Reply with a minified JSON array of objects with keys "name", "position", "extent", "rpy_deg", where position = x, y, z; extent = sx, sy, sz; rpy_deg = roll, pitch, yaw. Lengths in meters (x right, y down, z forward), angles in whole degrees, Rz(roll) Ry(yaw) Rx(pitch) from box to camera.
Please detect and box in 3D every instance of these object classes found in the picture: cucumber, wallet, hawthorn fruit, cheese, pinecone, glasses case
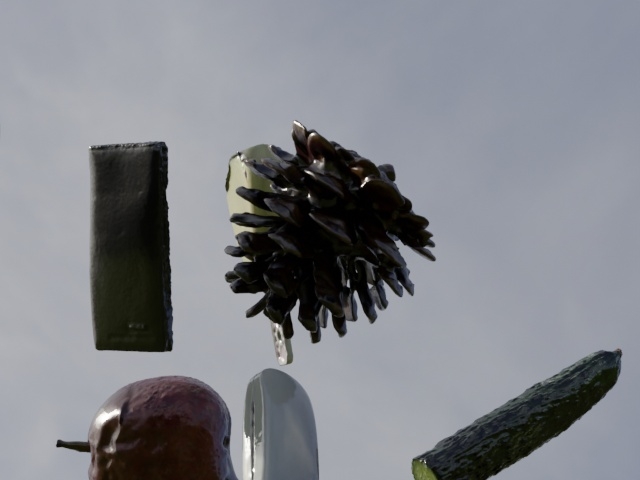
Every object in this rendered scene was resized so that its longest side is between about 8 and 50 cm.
[{"name":"cucumber","position":[0.238,0.208,1.500],"extent":[0.293,0.067,0.067],"rpy_deg":[-28,-32,-19]},{"name":"wallet","position":[-0.226,0.008,1.522],"extent":[0.124,0.244,0.025],"rpy_deg":[0,2,37]},{"name":"hawthorn fruit","position":[-0.248,0.304,1.877],"extent":[0.266,0.210,0.230],"rpy_deg":[2,-68,17]},{"name":"cheese","position":[-0.065,0.020,1.535],"extent":[0.050,0.255,0.127],"rpy_deg":[-7,-5,-21]},{"name":"pinecone","position":[0.000,0.000,1.203],"extent":[0.208,0.208,0.208],"rpy_deg":[0,-36,0]},{"name":"glasses case","position":[-0.033,0.176,1.076],"extent":[0.063,0.164,0.041],"rpy_deg":[32,-54,-30]}]
